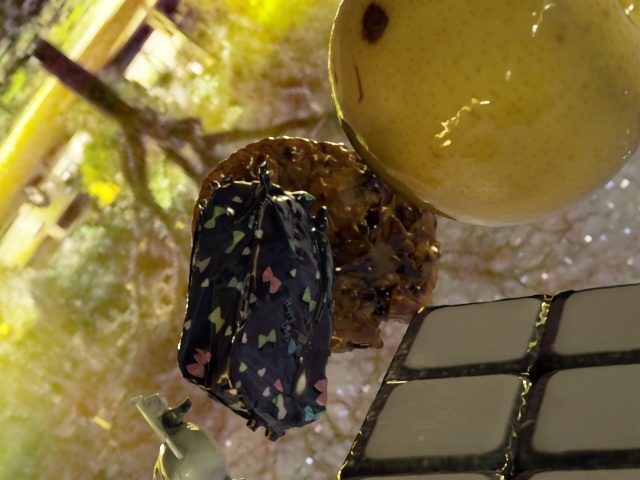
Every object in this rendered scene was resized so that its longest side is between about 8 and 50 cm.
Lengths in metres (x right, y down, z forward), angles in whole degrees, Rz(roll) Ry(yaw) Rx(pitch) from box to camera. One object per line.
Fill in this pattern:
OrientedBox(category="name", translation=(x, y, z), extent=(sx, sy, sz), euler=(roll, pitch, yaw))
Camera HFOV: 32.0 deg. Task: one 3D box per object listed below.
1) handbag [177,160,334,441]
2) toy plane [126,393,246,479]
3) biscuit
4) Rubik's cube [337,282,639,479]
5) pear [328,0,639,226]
OrientedBox(category="handbag", translation=(-0.057, 0.059, 1.084), extent=(0.113, 0.162, 0.260), euler=(-20, -129, 31))
OrientedBox(category="toy plane", translation=(-0.129, 0.221, 1.086), extent=(0.080, 0.174, 0.174), euler=(-36, -170, -4))
OrientedBox(category="biscuit", translation=(-0.001, 0.004, 1.441), extent=(0.081, 0.334, 0.289), euler=(129, -32, -70))
OrientedBox(category="Rubik's cube", translation=(0.198, 0.229, 0.504), extent=(0.337, 0.344, 0.344), euler=(-7, -156, 23))
OrientedBox(category="pear", translation=(0.174, -0.178, 1.123), extent=(0.348, 0.348, 0.348), euler=(-51, -169, 14))
